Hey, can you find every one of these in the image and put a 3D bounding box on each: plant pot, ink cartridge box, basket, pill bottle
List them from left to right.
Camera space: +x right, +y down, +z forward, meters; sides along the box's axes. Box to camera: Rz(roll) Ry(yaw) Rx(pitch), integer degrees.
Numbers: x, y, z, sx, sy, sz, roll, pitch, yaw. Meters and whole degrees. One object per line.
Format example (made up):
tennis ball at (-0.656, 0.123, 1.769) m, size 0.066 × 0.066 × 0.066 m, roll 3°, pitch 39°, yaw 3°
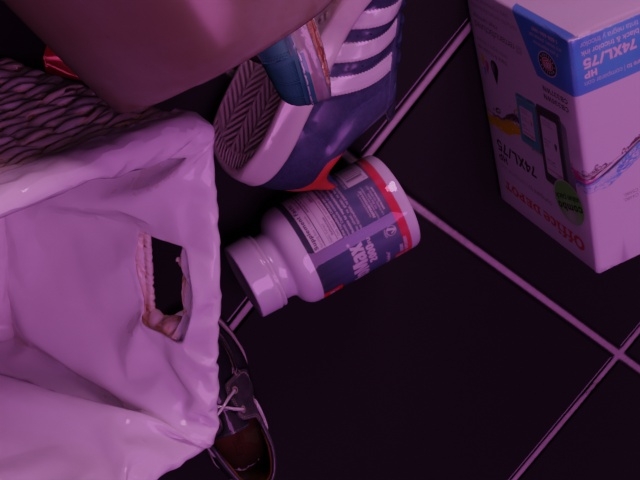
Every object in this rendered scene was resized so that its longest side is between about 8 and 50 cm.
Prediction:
basket at (-0.283, 0.059, 1.075) m, size 0.331 × 0.266 × 0.328 m, roll -29°, pitch 131°, yaw -44°
plant pot at (-0.135, -0.255, 0.946) m, size 0.323 × 0.323 × 0.280 m, roll -30°, pitch 106°, yaw -9°
pill bottle at (0.000, 0.000, 1.349) m, size 0.180 × 0.108 × 0.108 m, roll -29°, pitch 126°, yaw -9°
ink cartridge box at (0.296, -0.150, 1.360) m, size 0.197 × 0.198 × 0.270 m, roll -24°, pitch 124°, yaw -14°

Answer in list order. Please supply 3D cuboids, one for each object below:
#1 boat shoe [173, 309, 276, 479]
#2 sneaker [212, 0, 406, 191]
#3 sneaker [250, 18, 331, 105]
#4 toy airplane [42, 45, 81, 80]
boat shoe at (-0.101, 0.170, 1.412) m, size 0.084 × 0.079 × 0.233 m, roll -25°, pitch 123°, yaw -11°
sneaker at (0.035, -0.200, 1.257) m, size 0.148 × 0.131 × 0.350 m, roll 16°, pitch 113°, yaw -41°
sneaker at (-0.096, -0.237, 1.132) m, size 0.121 × 0.108 × 0.302 m, roll -27°, pitch 94°, yaw 9°
toy airplane at (-0.185, -0.138, 1.228) m, size 0.151 × 0.028 × 0.151 m, roll -11°, pitch 120°, yaw -19°
